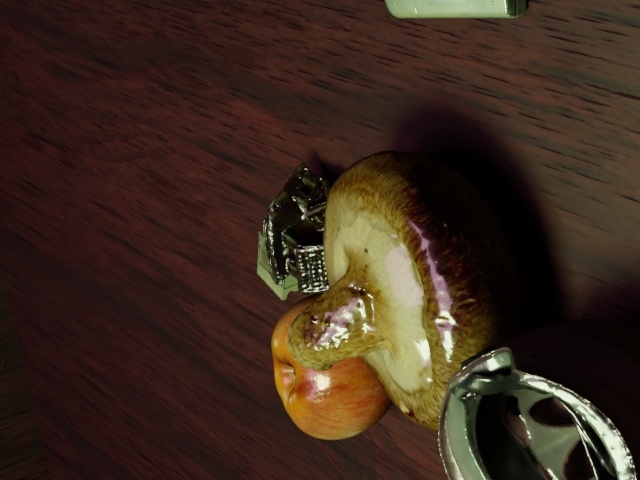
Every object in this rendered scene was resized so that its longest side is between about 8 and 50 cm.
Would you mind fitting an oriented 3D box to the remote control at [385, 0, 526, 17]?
[{"bbox_3d":[0.146,-0.303,1.764,0.233,0.038,0.098,13,119,57],"label":"remote control"}]

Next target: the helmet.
[{"bbox_3d":[0.288,0.209,1.683,0.271,0.197,0.338,58,156,7],"label":"helmet"}]

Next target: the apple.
[{"bbox_3d":[0.017,0.176,2.180,0.209,0.164,0.209,39,138,47],"label":"apple"}]

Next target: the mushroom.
[{"bbox_3d":[0.122,0.053,1.884,0.345,0.239,0.345,23,136,24],"label":"mushroom"}]

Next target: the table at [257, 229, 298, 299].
[{"bbox_3d":[-0.049,0.029,2.306,0.079,0.062,0.083,46,144,37],"label":"table"}]

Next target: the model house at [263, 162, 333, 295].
[{"bbox_3d":[-0.001,-0.006,2.151,0.152,0.106,0.165,32,139,52],"label":"model house"}]
